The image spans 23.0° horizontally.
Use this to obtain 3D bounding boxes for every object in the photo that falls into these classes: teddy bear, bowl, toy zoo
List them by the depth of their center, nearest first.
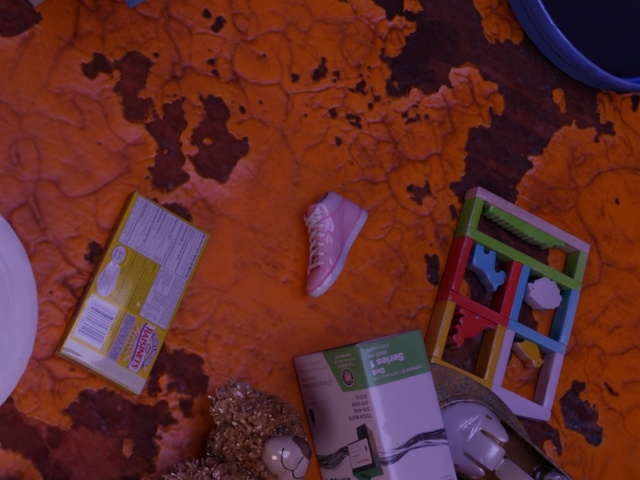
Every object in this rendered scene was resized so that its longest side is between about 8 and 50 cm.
[{"bbox_3d":[-0.098,0.321,1.709,0.245,0.113,0.338,50,61,-15],"label":"teddy bear"},{"bbox_3d":[0.231,0.102,1.988,0.192,0.030,0.293,26,69,-23],"label":"toy zoo"},{"bbox_3d":[0.406,-0.388,2.159,0.391,0.077,0.391,6,77,-30],"label":"bowl"}]

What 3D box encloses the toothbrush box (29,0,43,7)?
[{"bbox_3d":[-0.208,-0.397,1.728,0.283,0.206,0.122,-41,102,-30],"label":"toothbrush box"}]

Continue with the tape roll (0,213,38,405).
[{"bbox_3d":[-0.432,0.071,1.569,0.286,0.100,0.286,6,78,-29],"label":"tape roll"}]

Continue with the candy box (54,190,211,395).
[{"bbox_3d":[-0.206,0.058,1.745,0.105,0.027,0.206,33,66,-24],"label":"candy box"}]

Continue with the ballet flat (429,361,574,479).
[{"bbox_3d":[0.214,0.269,1.887,0.348,0.123,0.123,42,63,-18],"label":"ballet flat"}]

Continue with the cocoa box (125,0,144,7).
[{"bbox_3d":[-0.084,-0.403,1.477,0.231,0.347,0.228,-36,101,-31],"label":"cocoa box"}]

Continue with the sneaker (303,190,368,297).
[{"bbox_3d":[0.000,0.000,1.864,0.070,0.051,0.134,37,61,-17],"label":"sneaker"}]

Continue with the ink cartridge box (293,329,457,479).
[{"bbox_3d":[0.065,0.223,1.793,0.092,0.160,0.219,-11,86,-30],"label":"ink cartridge box"}]
